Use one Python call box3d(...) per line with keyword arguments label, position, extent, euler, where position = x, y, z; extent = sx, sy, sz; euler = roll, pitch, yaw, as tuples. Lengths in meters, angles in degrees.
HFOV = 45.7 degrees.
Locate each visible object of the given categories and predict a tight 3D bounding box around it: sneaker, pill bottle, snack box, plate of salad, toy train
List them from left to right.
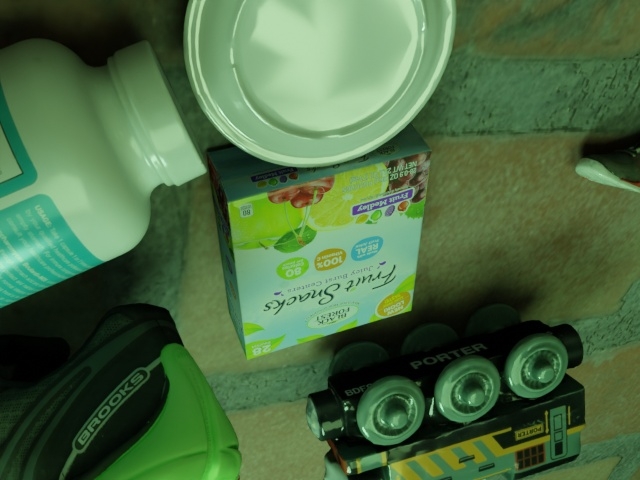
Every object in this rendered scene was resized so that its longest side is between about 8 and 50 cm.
box3d(label="pill bottle", position=(-0.210, -0.032, 0.478), extent=(0.264, 0.146, 0.146), euler=(-23, 139, -4))
box3d(label="sneaker", position=(-0.276, 0.195, 0.668), extent=(0.482, 0.202, 0.185), euler=(-25, 159, 22))
box3d(label="snack box", position=(0.000, 0.000, 0.678), extent=(0.174, 0.070, 0.207), euler=(-16, 139, -13))
box3d(label="plate of salad", position=(0.001, -0.146, 0.540), extent=(0.199, 0.048, 0.200), euler=(-10, 126, -14))
box3d(label="toy train", position=(0.150, 0.197, 0.866), extent=(0.333, 0.142, 0.190), euler=(-13, 109, -15))
box3d(label="sneaker", position=(0.328, -0.084, 0.786), extent=(0.157, 0.061, 0.065), euler=(4, 103, -31))
